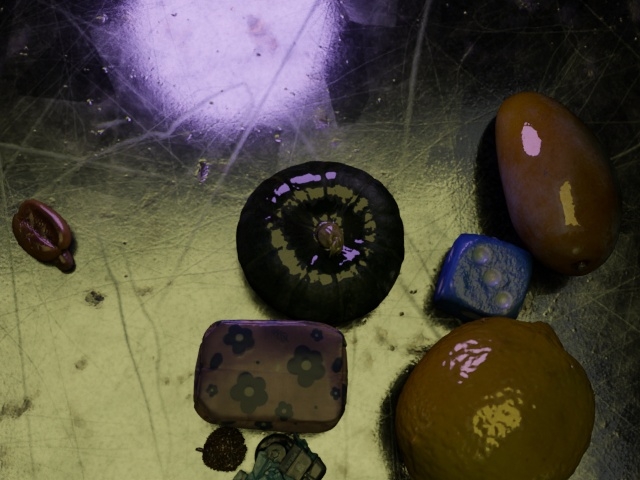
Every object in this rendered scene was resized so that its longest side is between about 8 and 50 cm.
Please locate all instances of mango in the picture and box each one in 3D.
[{"bbox_3d":[0.422,-0.115,1.829,0.199,0.221,0.384,-33,55,28],"label":"mango"}]

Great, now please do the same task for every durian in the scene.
[{"bbox_3d":[-0.170,0.359,1.754,0.091,0.080,0.080,7,77,-8],"label":"durian"}]

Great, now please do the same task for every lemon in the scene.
[{"bbox_3d":[0.288,0.292,1.683,0.335,0.336,0.336,1,77,-3],"label":"lemon"}]

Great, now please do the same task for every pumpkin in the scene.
[{"bbox_3d":[0.000,0.000,1.776,0.300,0.207,0.300,1,78,-3],"label":"pumpkin"}]

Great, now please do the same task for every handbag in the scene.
[{"bbox_3d":[-0.081,0.237,1.727,0.251,0.193,0.190,3,72,-1],"label":"handbag"}]

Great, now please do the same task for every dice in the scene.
[{"bbox_3d":[0.289,0.073,1.811,0.146,0.143,0.146,19,81,0],"label":"dice"}]

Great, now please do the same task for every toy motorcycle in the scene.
[{"bbox_3d":[-0.083,0.462,1.716,0.182,0.124,0.272,33,78,15],"label":"toy motorcycle"}]

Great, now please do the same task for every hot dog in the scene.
[{"bbox_3d":[-0.495,-0.009,1.829,0.140,0.060,0.090,37,82,12],"label":"hot dog"}]
